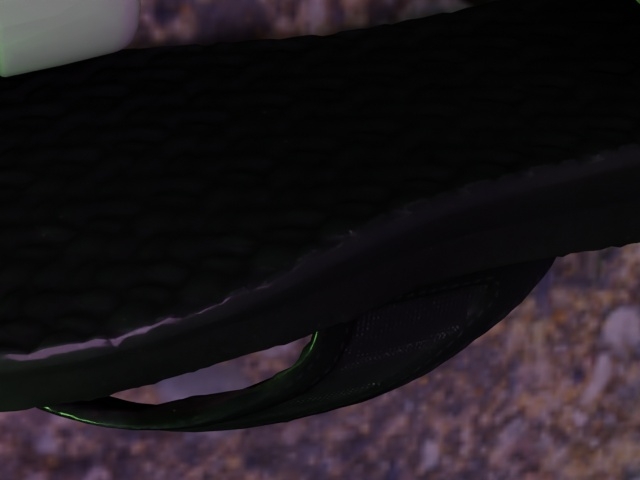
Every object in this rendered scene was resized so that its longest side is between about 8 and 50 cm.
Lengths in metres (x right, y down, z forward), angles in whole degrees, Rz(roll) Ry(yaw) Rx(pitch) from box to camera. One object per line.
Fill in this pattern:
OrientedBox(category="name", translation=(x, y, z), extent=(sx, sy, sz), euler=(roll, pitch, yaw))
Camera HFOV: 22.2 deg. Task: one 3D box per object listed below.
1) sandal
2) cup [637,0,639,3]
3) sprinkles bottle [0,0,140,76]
OrientedBox(category="sandal", translation=(0.002, 0.001, 0.573), extent=(0.445, 0.167, 0.107), euler=(-10, 125, -13))
OrientedBox(category="cup", translation=(0.125, -0.242, 0.481), extent=(0.237, 0.331, 0.331), euler=(33, 94, 4))
OrientedBox(category="sprinkles bottle", translation=(-0.239, -0.081, 0.495), extent=(0.355, 0.121, 0.121), euler=(-14, 108, -12))
